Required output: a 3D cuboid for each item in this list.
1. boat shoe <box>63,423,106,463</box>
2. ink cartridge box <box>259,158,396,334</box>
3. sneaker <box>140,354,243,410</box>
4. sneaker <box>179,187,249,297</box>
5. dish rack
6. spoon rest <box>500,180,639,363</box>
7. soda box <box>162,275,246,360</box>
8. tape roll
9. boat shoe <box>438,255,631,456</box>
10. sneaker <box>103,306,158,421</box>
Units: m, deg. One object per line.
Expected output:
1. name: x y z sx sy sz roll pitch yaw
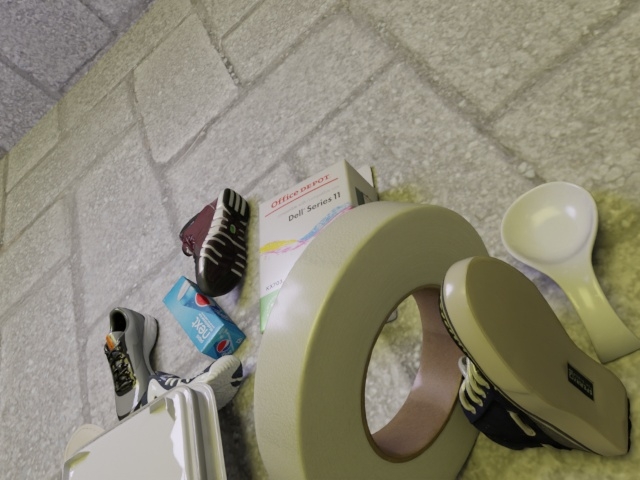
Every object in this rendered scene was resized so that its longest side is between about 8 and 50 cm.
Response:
1. boat shoe: -0.364 0.435 1.130 0.324 0.097 0.116 13 71 45
2. ink cartridge box: 0.000 0.000 1.109 0.207 0.119 0.353 -26 48 25
3. sneaker: -0.255 0.270 1.154 0.235 0.094 0.153 -54 50 12
4. sneaker: -0.243 0.026 1.327 0.162 0.106 0.281 -27 36 31
5. dish rack: -0.303 0.396 0.983 0.333 0.072 0.285 -34 44 15
6. spoon rest: 0.334 0.024 0.834 0.137 0.084 0.276 -32 46 20
7. soda box: -0.237 0.155 1.242 0.071 0.067 0.210 -52 43 -1
8. tape roll: 0.089 0.148 0.731 0.072 0.392 0.392 9 68 43
9. boat shoe: 0.197 0.149 0.687 0.158 0.340 0.127 -21 38 42
10. sneaker: -0.404 0.257 1.284 0.100 0.108 0.271 -32 47 17
